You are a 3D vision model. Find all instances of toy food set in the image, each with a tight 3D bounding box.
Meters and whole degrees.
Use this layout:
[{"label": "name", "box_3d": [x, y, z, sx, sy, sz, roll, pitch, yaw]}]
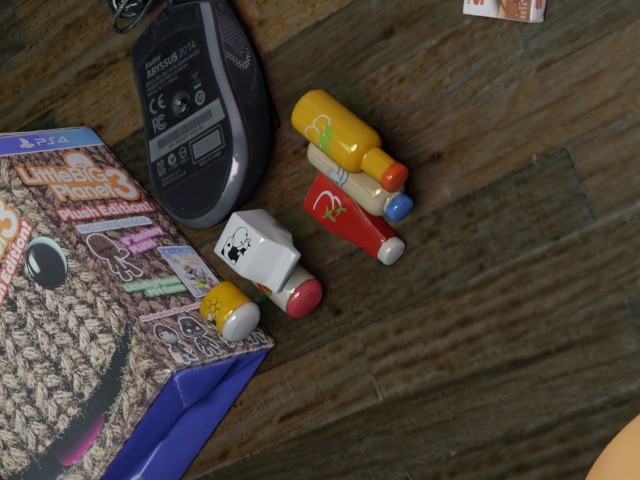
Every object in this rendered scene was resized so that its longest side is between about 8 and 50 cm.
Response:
[{"label": "toy food set", "box_3d": [0.000, 0.000, 1.497, 0.104, 0.111, 0.232, 41, 116, 27]}]

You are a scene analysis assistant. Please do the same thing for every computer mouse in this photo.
[{"label": "computer mouse", "box_3d": [-0.094, -0.139, 1.585, 0.188, 0.072, 0.272, -21, 71, 39]}]

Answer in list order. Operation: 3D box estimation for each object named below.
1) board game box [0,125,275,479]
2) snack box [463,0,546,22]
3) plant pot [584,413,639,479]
[{"label": "board game box", "box_3d": [-0.224, 0.080, 1.663, 0.291, 0.141, 0.232, 48, 121, 22]}, {"label": "snack box", "box_3d": [0.147, -0.258, 1.406, 0.064, 0.022, 0.178, 13, 104, 37]}, {"label": "plant pot", "box_3d": [0.285, 0.215, 1.131, 0.291, 0.291, 0.203, -62, 33, 26]}]
